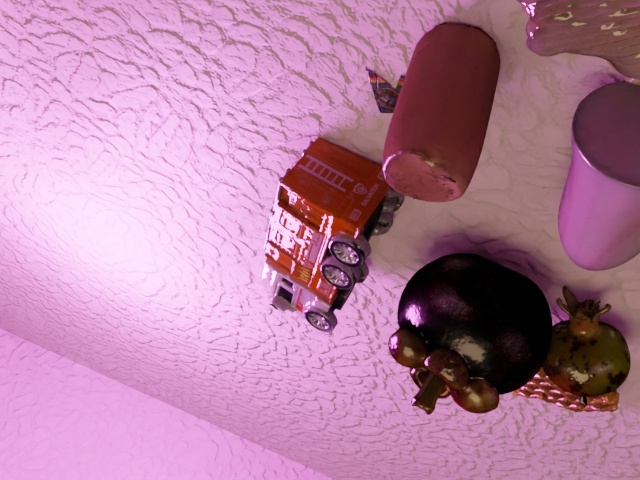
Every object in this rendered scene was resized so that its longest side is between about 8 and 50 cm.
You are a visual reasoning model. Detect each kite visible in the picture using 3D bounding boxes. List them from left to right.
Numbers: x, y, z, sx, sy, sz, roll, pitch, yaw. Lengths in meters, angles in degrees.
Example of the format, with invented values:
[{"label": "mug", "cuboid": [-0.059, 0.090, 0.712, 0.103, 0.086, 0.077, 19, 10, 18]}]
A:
[{"label": "kite", "cuboid": [0.112, -0.219, 1.046, 0.122, 0.004, 0.090, 29, 147, -3]}]

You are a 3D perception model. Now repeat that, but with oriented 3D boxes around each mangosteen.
[{"label": "mangosteen", "cuboid": [0.253, 0.176, 1.222, 0.275, 0.302, 0.275, 31, 159, 13]}]

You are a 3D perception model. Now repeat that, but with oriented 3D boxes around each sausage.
[{"label": "sausage", "cuboid": [0.153, -0.158, 0.879, 0.123, 0.252, 0.123, 14, 144, 11]}]

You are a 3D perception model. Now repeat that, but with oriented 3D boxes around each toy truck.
[{"label": "toy truck", "cuboid": [0.000, 0.000, 1.288, 0.207, 0.173, 0.387, 30, 145, 8]}]

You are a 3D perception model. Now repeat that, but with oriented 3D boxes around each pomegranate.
[{"label": "pomegranate", "cuboid": [0.471, 0.192, 1.233, 0.156, 0.156, 0.220, 5, 142, 31]}]

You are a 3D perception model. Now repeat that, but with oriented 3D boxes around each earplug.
[{"label": "earplug", "cuboid": [0.406, -0.053, 0.944, 0.173, 0.172, 0.301, 16, 152, 17]}]

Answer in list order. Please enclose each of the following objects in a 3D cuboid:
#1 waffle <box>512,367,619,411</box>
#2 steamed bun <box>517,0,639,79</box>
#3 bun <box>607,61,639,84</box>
[{"label": "waffle", "cuboid": [0.489, 0.300, 1.434, 0.253, 0.056, 0.249, 21, 158, 2]}, {"label": "steamed bun", "cuboid": [0.345, -0.293, 0.598, 0.325, 0.219, 0.310, 5, 165, -11]}, {"label": "bun", "cuboid": [0.381, -0.218, 0.810, 0.086, 0.054, 0.086, 19, 146, 13]}]
